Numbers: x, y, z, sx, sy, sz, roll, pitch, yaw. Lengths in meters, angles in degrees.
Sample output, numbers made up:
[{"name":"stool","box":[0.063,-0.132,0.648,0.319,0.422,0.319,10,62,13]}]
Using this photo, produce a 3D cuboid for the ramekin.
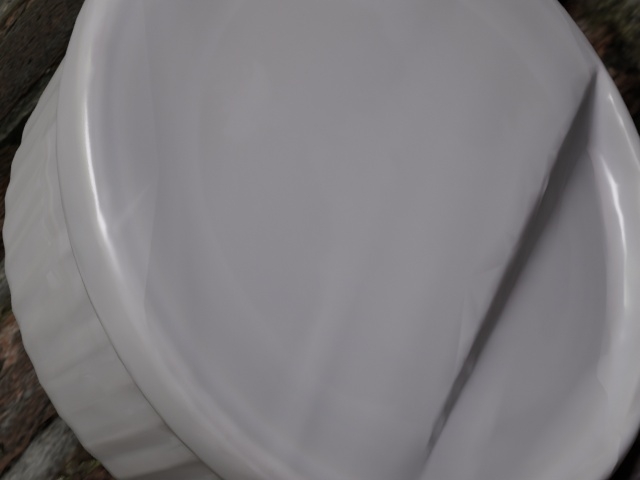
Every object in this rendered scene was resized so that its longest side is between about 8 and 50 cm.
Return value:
[{"name":"ramekin","box":[0.000,0.000,0.670,0.127,0.273,0.272,-30,35,51]}]
